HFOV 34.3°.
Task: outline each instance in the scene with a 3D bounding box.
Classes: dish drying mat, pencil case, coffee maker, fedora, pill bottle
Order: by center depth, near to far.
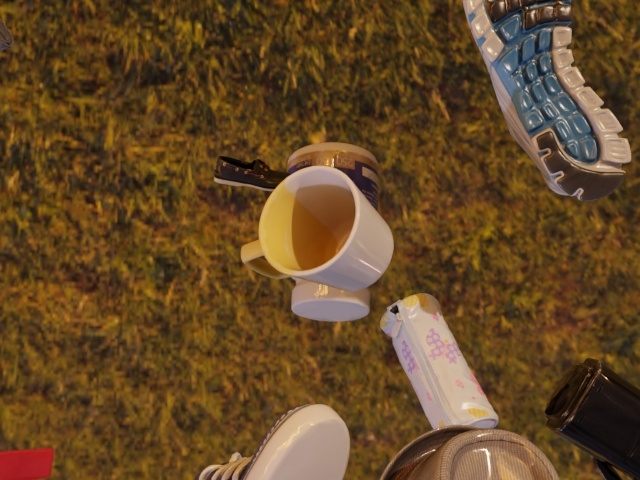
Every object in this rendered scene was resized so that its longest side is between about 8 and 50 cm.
[{"bbox_3d":[-0.303,0.226,1.041,0.008,0.032,0.083,11,179,33],"label":"dish drying mat"},{"bbox_3d":[0.173,0.302,1.045,0.244,0.275,0.124,7,147,-7],"label":"fedora"},{"bbox_3d":[0.386,0.228,1.279,0.178,0.120,0.171,32,154,-3],"label":"coffee maker"},{"bbox_3d":[0.018,-0.011,1.673,0.153,0.264,0.153,0,160,0],"label":"pill bottle"},{"bbox_3d":[0.202,0.224,1.794,0.113,0.273,0.124,-28,153,4],"label":"pencil case"}]

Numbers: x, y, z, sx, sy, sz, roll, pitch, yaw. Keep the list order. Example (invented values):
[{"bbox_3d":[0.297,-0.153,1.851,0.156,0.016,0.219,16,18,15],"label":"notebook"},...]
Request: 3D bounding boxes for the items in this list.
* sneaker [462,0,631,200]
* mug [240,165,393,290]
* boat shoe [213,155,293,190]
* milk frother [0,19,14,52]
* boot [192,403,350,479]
[{"bbox_3d":[0.140,-0.112,0.703,0.071,0.190,0.083,-19,177,-5],"label":"sneaker"},{"bbox_3d":[0.003,-0.003,0.576,0.078,0.062,0.064,15,170,36],"label":"mug"},{"bbox_3d":[-0.099,-0.105,1.620,0.133,0.049,0.042,8,109,-9],"label":"boat shoe"},{"bbox_3d":[-0.389,-0.182,0.978,0.135,0.143,0.129,-41,111,9],"label":"milk frother"},{"bbox_3d":[-0.047,0.158,0.645,0.069,0.086,0.190,-4,127,-39],"label":"boot"}]
